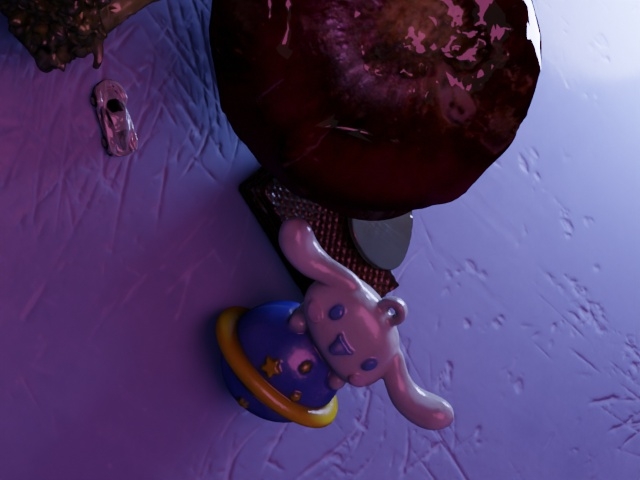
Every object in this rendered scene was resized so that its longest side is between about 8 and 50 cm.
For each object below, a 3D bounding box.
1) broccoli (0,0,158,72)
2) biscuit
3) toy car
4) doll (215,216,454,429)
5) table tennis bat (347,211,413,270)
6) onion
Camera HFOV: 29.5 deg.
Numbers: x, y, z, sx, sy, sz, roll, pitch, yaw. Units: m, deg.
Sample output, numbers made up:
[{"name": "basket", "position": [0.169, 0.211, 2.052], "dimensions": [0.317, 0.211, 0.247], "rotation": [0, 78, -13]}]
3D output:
[{"name": "broccoli", "position": [-0.228, -0.335, 1.264], "dimensions": [0.272, 0.324, 0.334], "rotation": [7, 98, -34]}, {"name": "biscuit", "position": [0.000, 0.000, 1.583], "dimensions": [0.106, 0.070, 0.252], "rotation": [-40, 114, -25]}, {"name": "toy car", "position": [-0.243, -0.145, 1.437], "dimensions": [0.041, 0.025, 0.093], "rotation": [-21, 104, -33]}, {"name": "doll", "position": [0.016, 0.146, 1.505], "dimensions": [0.311, 0.159, 0.242], "rotation": [40, 101, -1]}, {"name": "table tennis bat", "position": [0.088, -0.069, 1.621], "dimensions": [0.131, 0.022, 0.234], "rotation": [40, 51, -38]}, {"name": "onion", "position": [0.054, -0.245, 1.465], "dimensions": [0.398, 0.420, 0.398], "rotation": [-2, 111, -4]}]
